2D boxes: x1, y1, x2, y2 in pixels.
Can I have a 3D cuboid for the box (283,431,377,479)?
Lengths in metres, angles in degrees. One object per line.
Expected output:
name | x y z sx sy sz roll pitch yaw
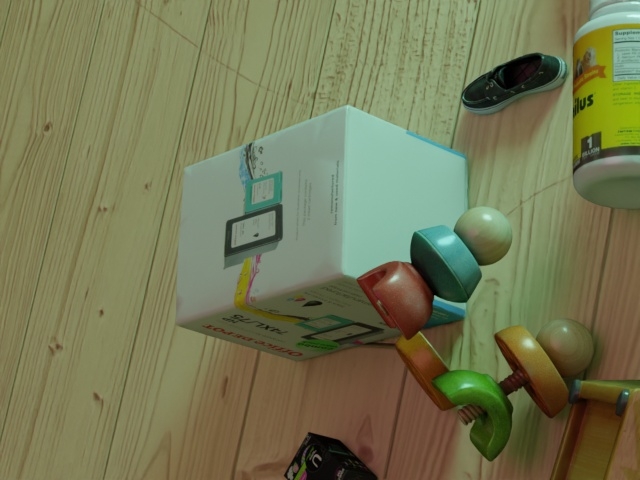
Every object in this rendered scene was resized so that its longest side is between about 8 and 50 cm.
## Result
box | 0.011 0.262 2.113 0.083 0.052 0.062 41 106 46

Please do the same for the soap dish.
soap dish | 0.276 0.230 1.690 0.291 0.118 0.229 138 149 -86

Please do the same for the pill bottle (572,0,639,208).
pill bottle | 0.311 -0.148 1.909 0.117 0.117 0.215 -16 62 42

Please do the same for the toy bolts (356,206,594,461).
toy bolts | 0.156 0.074 1.950 0.158 0.228 0.218 -36 18 -5

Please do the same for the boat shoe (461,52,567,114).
boat shoe | 0.205 -0.177 2.093 0.142 0.040 0.049 -18 62 42

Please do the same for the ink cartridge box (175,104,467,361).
ink cartridge box | 0.000 0.000 2.123 0.270 0.198 0.197 -18 63 43
